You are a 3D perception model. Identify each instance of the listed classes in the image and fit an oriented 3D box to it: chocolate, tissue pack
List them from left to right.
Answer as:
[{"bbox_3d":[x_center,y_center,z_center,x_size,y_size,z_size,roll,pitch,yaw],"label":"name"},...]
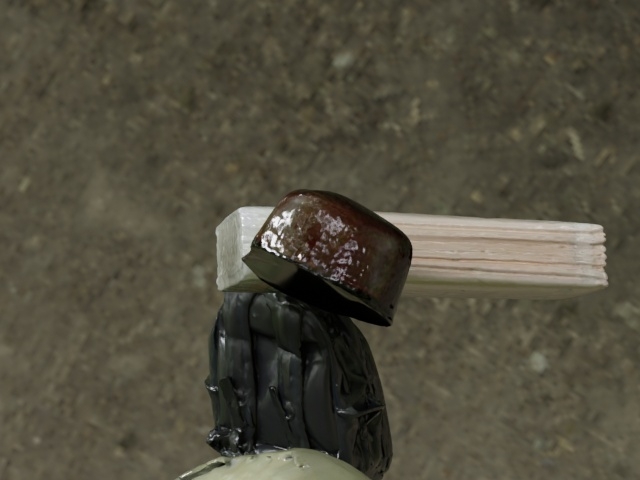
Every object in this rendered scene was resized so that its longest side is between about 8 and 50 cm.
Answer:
[{"bbox_3d":[0.000,0.000,1.315,0.149,0.125,0.080,14,71,51],"label":"chocolate"},{"bbox_3d":[0.076,0.014,1.495,0.170,0.325,0.071,143,129,-78],"label":"tissue pack"}]

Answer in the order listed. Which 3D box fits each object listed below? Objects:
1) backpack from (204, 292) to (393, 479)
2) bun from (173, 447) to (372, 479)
[{"bbox_3d":[-0.029,0.143,1.672,0.206,0.258,0.133,10,30,31],"label":"backpack"},{"bbox_3d":[-0.058,0.309,1.044,0.360,0.211,0.359,-35,21,16],"label":"bun"}]
